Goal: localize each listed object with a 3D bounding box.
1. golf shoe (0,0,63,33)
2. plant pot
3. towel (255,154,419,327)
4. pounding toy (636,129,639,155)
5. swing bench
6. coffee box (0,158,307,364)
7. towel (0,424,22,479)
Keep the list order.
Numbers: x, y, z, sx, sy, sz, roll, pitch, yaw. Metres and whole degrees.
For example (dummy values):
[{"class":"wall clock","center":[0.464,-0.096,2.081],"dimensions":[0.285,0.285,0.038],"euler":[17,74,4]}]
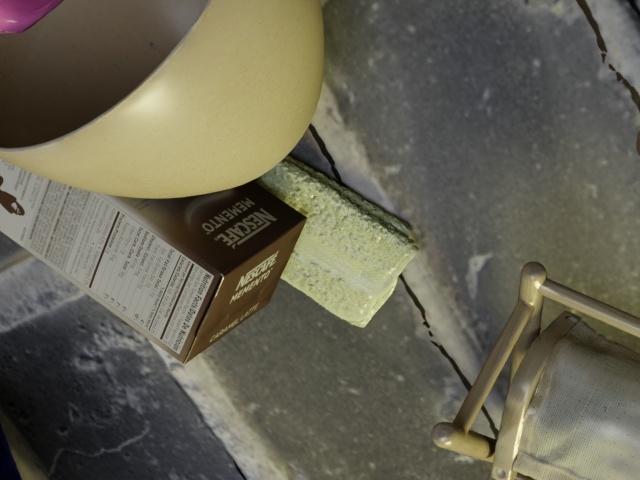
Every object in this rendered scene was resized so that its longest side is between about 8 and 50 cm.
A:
[{"class":"golf shoe","center":[-0.221,-0.259,1.077],"dimensions":[0.115,0.306,0.140],"euler":[21,144,-27]},{"class":"plant pot","center":[-0.105,-0.142,1.098],"dimensions":[0.284,0.284,0.191],"euler":[-21,140,30]},{"class":"towel","center":[0.000,0.000,1.240],"dimensions":[0.148,0.027,0.110],"euler":[33,122,4]},{"class":"pounding toy","center":[0.341,-0.010,1.006],"dimensions":[0.154,0.269,0.155],"euler":[-4,121,-20]},{"class":"swing bench","center":[0.237,0.180,1.111],"dimensions":[0.253,0.165,0.255],"euler":[25,160,22]},{"class":"coffee box","center":[-0.154,-0.028,1.205],"dimensions":[0.246,0.141,0.098],"euler":[34,123,13]},{"class":"towel","center":[-0.325,0.259,1.351],"dimensions":[0.076,0.308,0.228],"euler":[-16,113,2]}]
